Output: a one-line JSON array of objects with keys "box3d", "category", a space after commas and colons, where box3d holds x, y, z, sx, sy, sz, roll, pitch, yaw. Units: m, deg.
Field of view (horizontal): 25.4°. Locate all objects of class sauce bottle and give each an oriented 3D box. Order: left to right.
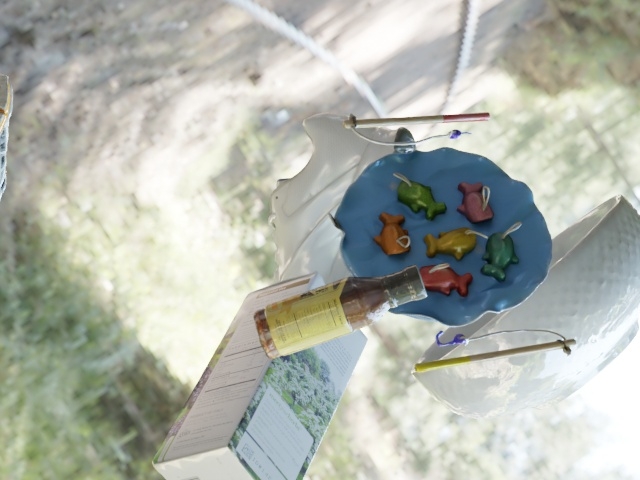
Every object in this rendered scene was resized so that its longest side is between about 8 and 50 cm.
[{"box3d": [0.015, 0.050, 1.052, 0.128, 0.042, 0.042, -19, -179, 2], "category": "sauce bottle"}]

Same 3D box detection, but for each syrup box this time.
[{"box3d": [-0.050, 0.145, 1.315, 0.096, 0.093, 0.237, -19, -151, 35], "category": "syrup box"}]

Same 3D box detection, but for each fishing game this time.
[{"box3d": [0.103, -0.012, 1.185, 0.189, 0.264, 0.041, -4, 145, -10], "category": "fishing game"}]

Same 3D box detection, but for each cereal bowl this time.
[{"box3d": [0.279, 0.103, 1.719, 0.339, 0.141, 0.339, -40, 179, -1], "category": "cereal bowl"}]

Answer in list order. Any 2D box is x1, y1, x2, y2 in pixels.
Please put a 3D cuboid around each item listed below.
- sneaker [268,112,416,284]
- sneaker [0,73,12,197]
[{"box3d": [0.000, 0.000, 1.523, 0.297, 0.129, 0.111, -69, 166, 12], "category": "sneaker"}, {"box3d": [-0.432, -0.108, 1.798, 0.084, 0.215, 0.083, 12, 173, 20], "category": "sneaker"}]
